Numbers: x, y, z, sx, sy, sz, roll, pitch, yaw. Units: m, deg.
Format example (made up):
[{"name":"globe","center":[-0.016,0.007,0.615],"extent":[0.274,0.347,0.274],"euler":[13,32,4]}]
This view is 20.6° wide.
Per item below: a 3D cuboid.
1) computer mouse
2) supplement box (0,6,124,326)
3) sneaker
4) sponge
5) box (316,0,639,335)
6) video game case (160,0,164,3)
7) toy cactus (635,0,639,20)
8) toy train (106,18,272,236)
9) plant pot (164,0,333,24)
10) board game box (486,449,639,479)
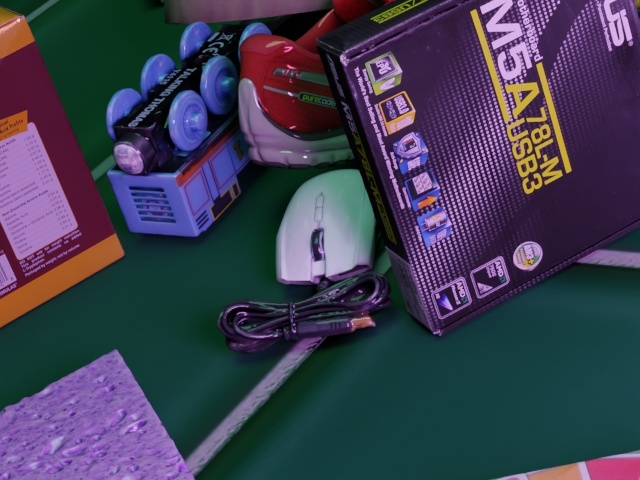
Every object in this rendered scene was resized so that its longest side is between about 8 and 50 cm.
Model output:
[{"name":"computer mouse","center":[0.000,0.000,1.129],"extent":[0.106,0.042,0.193],"euler":[-12,29,15]},{"name":"supplement box","center":[-0.274,-0.041,1.215],"extent":[0.191,0.194,0.129],"euler":[-31,30,-20]},{"name":"sneaker","center":[0.064,-0.135,1.226],"extent":[0.279,0.118,0.107],"euler":[-22,22,-33]},{"name":"sponge","center":[-0.135,0.139,0.981],"extent":[0.117,0.031,0.210],"euler":[-25,29,-11]},{"name":"box","center":[0.109,-0.067,1.023],"extent":[0.184,0.191,0.045],"euler":[-26,27,-13]},{"name":"video game case","center":[-0.112,-0.352,1.741],"extent":[0.210,0.042,0.232],"euler":[-45,27,10]},{"name":"toy cactus","center":[0.253,-0.190,1.237],"extent":[0.219,0.112,0.180],"euler":[-30,10,-37]},{"name":"toy train","center":[-0.085,-0.085,1.267],"extent":[0.080,0.105,0.184],"euler":[5,37,31]},{"name":"plant pot","center":[-0.019,-0.325,1.398],"extent":[0.256,0.274,0.256],"euler":[-8,11,2]},{"name":"board game box","center":[0.119,0.183,0.741],"extent":[0.124,0.039,0.259],"euler":[-13,31,13]}]
